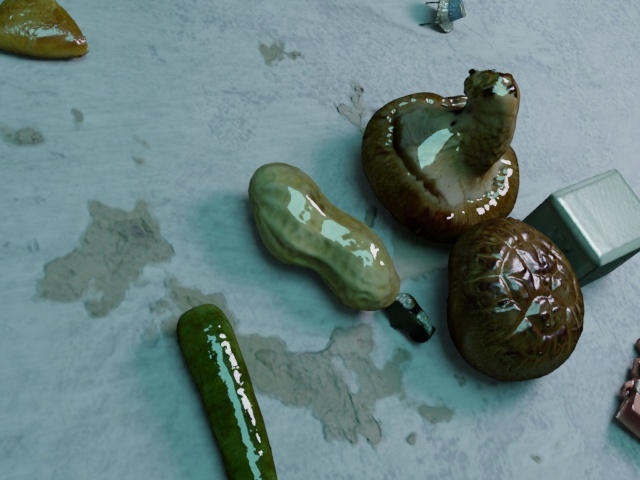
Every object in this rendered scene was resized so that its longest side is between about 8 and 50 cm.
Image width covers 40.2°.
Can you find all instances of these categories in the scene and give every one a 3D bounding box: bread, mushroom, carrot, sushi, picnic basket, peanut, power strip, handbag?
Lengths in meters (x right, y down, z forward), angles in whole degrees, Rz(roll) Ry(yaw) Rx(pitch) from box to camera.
[{"bbox_3d":[-0.439,-0.323,1.299,0.136,0.054,0.154,-28,73,-30],"label":"bread"},{"bbox_3d":[0.197,-0.123,1.369,0.267,0.254,0.267,0,81,2],"label":"mushroom"},{"bbox_3d":[-0.101,0.247,1.101,0.074,0.074,0.359,-11,68,-27],"label":"carrot"},{"bbox_3d":[0.134,0.115,1.300,0.083,0.044,0.046,49,34,7],"label":"sushi"},{"bbox_3d":[0.228,-0.429,1.635,0.083,0.083,0.065,-6,55,25],"label":"picnic basket"},{"bbox_3d":[0.000,0.000,1.259,0.274,0.111,0.125,40,59,3],"label":"peanut"},{"bbox_3d":[0.453,-0.019,1.440,0.224,0.140,0.139,-21,70,-31],"label":"power strip"},{"bbox_3d":[0.561,0.238,1.387,0.157,0.059,0.212,38,53,0],"label":"handbag"},{"bbox_3d":[0.289,0.087,1.305,0.253,0.153,0.253,12,67,-31],"label":"mushroom"}]
